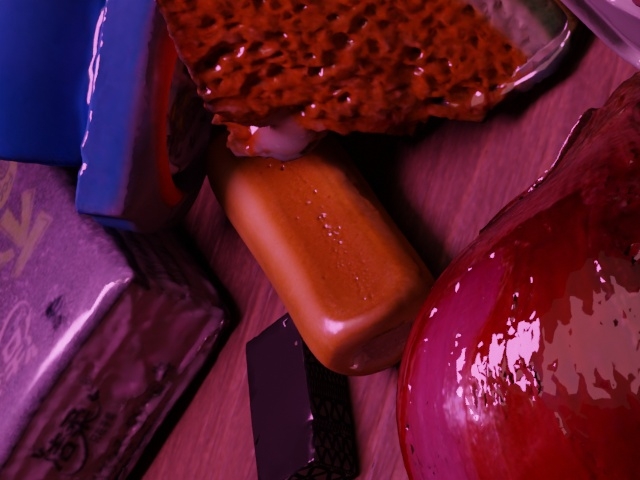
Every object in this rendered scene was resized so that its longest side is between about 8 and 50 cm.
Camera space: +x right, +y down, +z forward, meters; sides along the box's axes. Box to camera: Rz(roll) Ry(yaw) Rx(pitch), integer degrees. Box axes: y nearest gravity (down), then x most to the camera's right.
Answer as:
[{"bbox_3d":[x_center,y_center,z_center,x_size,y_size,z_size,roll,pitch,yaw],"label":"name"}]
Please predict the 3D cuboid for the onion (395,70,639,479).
[{"bbox_3d":[0.165,0.053,0.687,0.276,0.276,0.276,-27,53,42],"label":"onion"}]

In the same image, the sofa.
[{"bbox_3d":[-0.014,0.109,1.088,0.060,0.039,0.118,-36,46,35],"label":"sofa"}]

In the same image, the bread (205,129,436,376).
[{"bbox_3d":[0.000,0.000,1.092,0.092,0.074,0.239,-27,42,-4],"label":"bread"}]

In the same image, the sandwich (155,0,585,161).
[{"bbox_3d":[0.017,-0.149,1.039,0.109,0.292,0.212,-89,-3,-53],"label":"sandwich"}]

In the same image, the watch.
[{"bbox_3d":[-0.194,-0.146,1.199,0.305,0.274,0.241,-37,-41,-78],"label":"watch"}]

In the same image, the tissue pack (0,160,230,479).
[{"bbox_3d":[-0.249,0.053,1.348,0.288,0.124,0.394,-59,37,16],"label":"tissue pack"}]

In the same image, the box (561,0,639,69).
[{"bbox_3d":[0.179,-0.190,0.794,0.167,0.294,0.193,-52,38,4],"label":"box"}]
